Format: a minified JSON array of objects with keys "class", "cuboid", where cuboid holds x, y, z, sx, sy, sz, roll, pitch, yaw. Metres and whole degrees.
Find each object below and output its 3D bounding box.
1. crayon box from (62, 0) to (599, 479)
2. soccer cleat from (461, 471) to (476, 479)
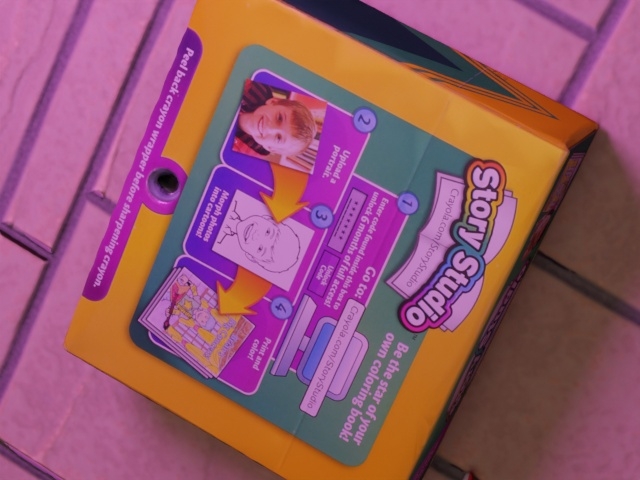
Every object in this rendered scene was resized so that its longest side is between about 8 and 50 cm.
[{"class":"crayon box","cuboid":[0.000,0.000,1.540,0.313,0.106,0.363,29,113,10]},{"class":"soccer cleat","cuboid":[0.110,0.230,1.604,0.036,0.029,0.083,13,114,13]}]
